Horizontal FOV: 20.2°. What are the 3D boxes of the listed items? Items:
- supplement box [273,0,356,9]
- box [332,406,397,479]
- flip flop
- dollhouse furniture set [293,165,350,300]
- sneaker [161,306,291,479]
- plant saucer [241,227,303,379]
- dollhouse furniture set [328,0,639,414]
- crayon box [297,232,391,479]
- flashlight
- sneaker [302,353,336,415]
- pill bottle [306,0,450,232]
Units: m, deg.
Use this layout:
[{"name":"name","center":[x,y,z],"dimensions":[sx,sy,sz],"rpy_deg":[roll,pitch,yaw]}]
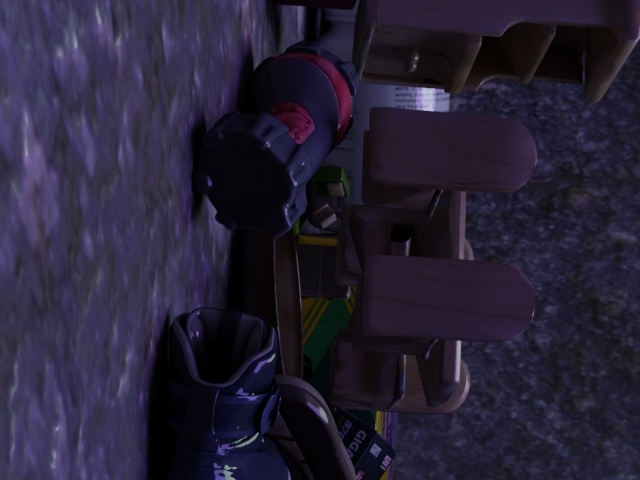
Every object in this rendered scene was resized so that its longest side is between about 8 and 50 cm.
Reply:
[{"name":"supplement box","center":[0.004,-0.304,1.771],"dimensions":[0.188,0.081,0.104],"rpy_deg":[-73,166,-65]},{"name":"box","center":[0.002,0.264,1.808],"dimensions":[0.175,0.051,0.220],"rpy_deg":[-56,168,-7]},{"name":"flip flop","center":[-0.024,0.198,1.546],"dimensions":[0.080,0.112,0.277],"rpy_deg":[-99,177,-45]},{"name":"dollhouse furniture set","center":[0.000,0.000,1.898],"dimensions":[0.058,0.076,0.151],"rpy_deg":[72,21,-70]},{"name":"sneaker","center":[-0.064,0.126,1.338],"dimensions":[0.226,0.086,0.163],"rpy_deg":[-37,133,-80]},{"name":"plant saucer","center":[-0.045,0.054,1.635],"dimensions":[0.198,0.036,0.198],"rpy_deg":[-4,90,-84]},{"name":"dollhouse furniture set","center":[0.155,-0.045,1.690],"dimensions":[0.362,0.256,0.394],"rpy_deg":[104,-10,-73]},{"name":"crayon box","center":[0.031,0.148,2.109],"dimensions":[0.363,0.106,0.313],"rpy_deg":[-6,97,-85]},{"name":"flashlight","center":[-0.037,-0.093,1.487],"dimensions":[0.304,0.103,0.103],"rpy_deg":[-52,150,-71]},{"name":"sneaker","center":[-0.013,0.172,1.851],"dimensions":[0.188,0.078,0.067],"rpy_deg":[84,11,-52]},{"name":"pill bottle","center":[0.067,-0.155,2.039],"dimensions":[0.160,0.160,0.283],"rpy_deg":[-54,146,-78]}]
